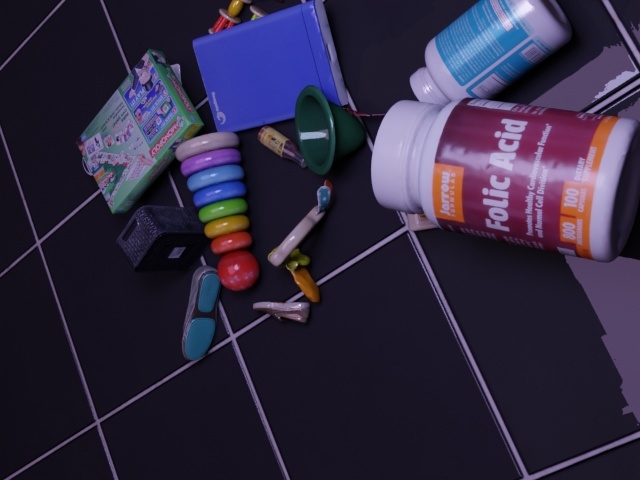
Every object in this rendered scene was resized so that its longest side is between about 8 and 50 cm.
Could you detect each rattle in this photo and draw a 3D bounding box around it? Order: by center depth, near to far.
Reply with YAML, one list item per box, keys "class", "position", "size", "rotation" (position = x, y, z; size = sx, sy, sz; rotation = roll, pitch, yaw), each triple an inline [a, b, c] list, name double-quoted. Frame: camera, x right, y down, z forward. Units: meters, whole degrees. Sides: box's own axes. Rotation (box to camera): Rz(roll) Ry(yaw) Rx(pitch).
- class: "rattle"
  position: [0.000, 0.000, 1.751]
  size: [0.143, 0.130, 0.200]
  rotation: [42, 87, 17]

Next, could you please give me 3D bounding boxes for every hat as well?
- class: "hat"
  position: [0.072, -0.219, 1.728]
  size: [0.208, 0.183, 0.173]
  rotation: [-127, 34, -47]

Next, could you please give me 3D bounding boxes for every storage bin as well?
- class: "storage bin"
  position: [-0.334, -0.002, 1.918]
  size: [0.084, 0.180, 0.122]
  rotation: [50, 117, 25]

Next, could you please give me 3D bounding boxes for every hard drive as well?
- class: "hard drive"
  position: [-0.108, -0.347, 1.812]
  size: [0.318, 0.040, 0.210]
  rotation: [-8, 103, 35]

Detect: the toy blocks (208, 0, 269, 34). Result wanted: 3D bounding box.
- class: "toy blocks"
  position: [-0.182, -0.442, 1.890]
  size: [0.123, 0.054, 0.148]
  rotation: [45, 116, 25]

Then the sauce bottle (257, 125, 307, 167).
- class: "sauce bottle"
  position: [-0.074, -0.192, 1.818]
  size: [0.128, 0.042, 0.042]
  rotation: [35, 109, 30]

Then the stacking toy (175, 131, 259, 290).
- class: "stacking toy"
  position: [-0.200, -0.055, 1.869]
  size: [0.141, 0.141, 0.330]
  rotation: [-17, 87, 34]

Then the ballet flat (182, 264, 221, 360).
- class: "ballet flat"
  position: [-0.263, 0.157, 1.948]
  size: [0.068, 0.072, 0.213]
  rotation: [29, 108, 61]

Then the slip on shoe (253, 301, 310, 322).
- class: "slip on shoe"
  position: [-0.081, 0.147, 1.819]
  size: [0.135, 0.051, 0.041]
  rotation: [-1, 86, 28]

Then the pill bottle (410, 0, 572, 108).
- class: "pill bottle"
  position: [0.280, -0.322, 1.501]
  size: [0.264, 0.146, 0.146]
  rotation: [-35, 70, 30]

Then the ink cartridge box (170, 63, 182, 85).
- class: "ink cartridge box"
  position: [-0.377, -0.302, 2.020]
  size: [0.115, 0.067, 0.198]
  rotation: [-3, 88, 36]

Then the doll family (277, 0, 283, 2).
- class: "doll family"
  position: [-0.134, -0.563, 1.849]
  size: [0.193, 0.076, 0.111]
  rotation: [41, 117, 34]

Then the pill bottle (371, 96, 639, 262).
- class: "pill bottle"
  position: [0.296, -0.109, 1.417]
  size: [0.392, 0.224, 0.224]
  rotation: [12, 97, 28]

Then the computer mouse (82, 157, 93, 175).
- class: "computer mouse"
  position: [-0.495, -0.224, 2.123]
  size: [0.193, 0.042, 0.106]
  rotation: [-32, 77, 25]

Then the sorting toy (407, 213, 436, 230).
- class: "sorting toy"
  position: [0.233, -0.124, 1.600]
  size: [0.208, 0.038, 0.193]
  rotation: [-10, 84, 35]

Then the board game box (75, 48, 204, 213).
- class: "board game box"
  position: [-0.411, -0.238, 1.976]
  size: [0.317, 0.046, 0.214]
  rotation: [-42, 69, 30]
